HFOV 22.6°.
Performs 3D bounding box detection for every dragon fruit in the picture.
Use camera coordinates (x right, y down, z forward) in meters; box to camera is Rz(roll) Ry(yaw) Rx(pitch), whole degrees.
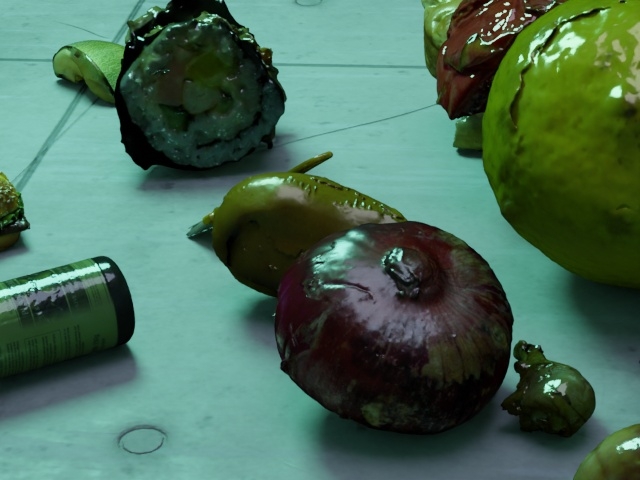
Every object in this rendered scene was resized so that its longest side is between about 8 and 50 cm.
[{"bbox_3d":[0.277,-0.294,1.992,0.317,0.152,0.205,-15,55,-11],"label":"dragon fruit"}]

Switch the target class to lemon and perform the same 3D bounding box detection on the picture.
[{"bbox_3d":[0.356,-0.110,1.805,0.350,0.350,0.387,8,-4,18],"label":"lemon"}]

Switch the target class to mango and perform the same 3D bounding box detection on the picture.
[{"bbox_3d":[0.000,0.000,1.793,0.249,0.156,0.151,13,45,19],"label":"mango"}]

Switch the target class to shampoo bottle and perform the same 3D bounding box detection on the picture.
[{"bbox_3d":[-0.343,0.097,1.700,0.284,0.101,0.101,-15,30,-24],"label":"shampoo bottle"}]

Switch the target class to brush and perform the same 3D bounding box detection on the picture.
[{"bbox_3d":[-0.063,-0.060,1.910,0.103,0.013,0.272,-23,-3,-34],"label":"brush"}]

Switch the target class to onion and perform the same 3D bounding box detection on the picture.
[{"bbox_3d":[0.076,0.083,1.610,0.246,0.190,0.246,7,42,-6],"label":"onion"}]

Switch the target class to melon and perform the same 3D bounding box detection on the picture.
[{"bbox_3d":[-0.326,-0.270,2.428,0.128,0.079,0.160,-26,36,-36],"label":"melon"}]

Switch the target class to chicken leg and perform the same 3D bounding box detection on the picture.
[{"bbox_3d":[0.221,0.145,1.623,0.093,0.070,0.178,-9,21,-1],"label":"chicken leg"}]

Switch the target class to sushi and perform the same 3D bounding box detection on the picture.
[{"bbox_3d":[-0.169,-0.219,2.179,0.225,0.238,0.219,-14,34,1],"label":"sushi"}]

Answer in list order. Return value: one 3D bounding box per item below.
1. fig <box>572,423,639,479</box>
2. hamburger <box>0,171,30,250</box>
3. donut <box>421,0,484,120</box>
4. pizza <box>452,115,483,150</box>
[{"bbox_3d":[0.277,0.211,1.395,0.143,0.160,0.231,31,18,-26],"label":"fig"},{"bbox_3d":[-0.451,-0.040,1.984,0.166,0.087,0.137,-12,29,-19],"label":"hamburger"},{"bbox_3d":[0.292,-0.284,2.185,0.317,0.150,0.299,5,39,2],"label":"donut"},{"bbox_3d":[0.324,-0.203,2.267,0.365,0.074,0.182,-24,37,-30],"label":"pizza"}]
